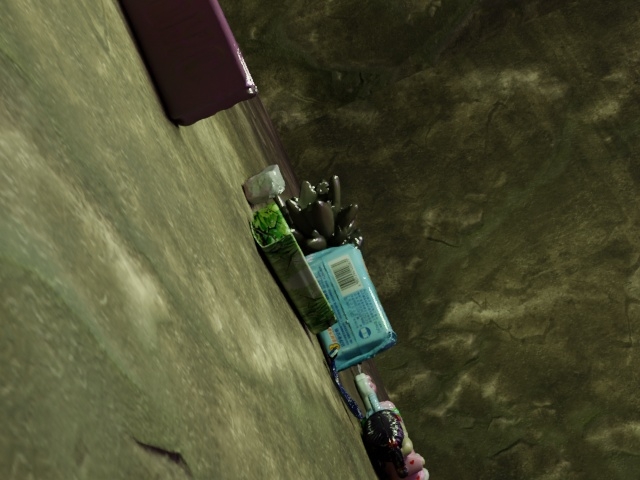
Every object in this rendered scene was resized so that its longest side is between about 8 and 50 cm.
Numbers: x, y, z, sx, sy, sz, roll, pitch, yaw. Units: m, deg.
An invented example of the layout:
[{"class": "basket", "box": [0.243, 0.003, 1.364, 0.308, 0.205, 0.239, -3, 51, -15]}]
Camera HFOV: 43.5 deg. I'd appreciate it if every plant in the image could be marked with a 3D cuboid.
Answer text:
[{"class": "plant", "box": [0.000, 0.000, 1.898, 0.181, 0.194, 0.321, 48, -18, 55]}]

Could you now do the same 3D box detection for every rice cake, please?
[{"class": "rice cake", "box": [-0.111, -0.121, 1.677, 0.056, 0.072, 0.365, 63, 3, -7]}]

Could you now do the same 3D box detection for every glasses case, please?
[{"class": "glasses case", "box": [-0.048, 0.058, 1.465, 0.095, 0.062, 0.272, 60, -3, 45]}]

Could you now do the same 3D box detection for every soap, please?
[{"class": "soap", "box": [0.051, 0.137, 1.720, 0.077, 0.156, 0.293, 66, 2, -61]}, {"class": "soap", "box": [-0.178, -0.267, 1.082, 0.065, 0.122, 0.203, 49, 17, -83]}]

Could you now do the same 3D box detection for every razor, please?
[{"class": "razor", "box": [0.046, 0.292, 1.610, 0.155, 0.028, 0.044, 67, 22, -6]}]

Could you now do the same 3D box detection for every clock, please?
[{"class": "clock", "box": [0.148, 0.431, 1.737, 0.194, 0.100, 0.196, -117, -177, -54]}]

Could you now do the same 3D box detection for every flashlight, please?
[{"class": "flashlight", "box": [0.144, 0.440, 2.086, 0.093, 0.047, 0.200, 61, 6, -68]}]

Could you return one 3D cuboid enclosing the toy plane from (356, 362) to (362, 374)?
[{"class": "toy plane", "box": [0.069, 0.269, 2.124, 0.078, 0.053, 0.197, -95, 162, -57]}]
